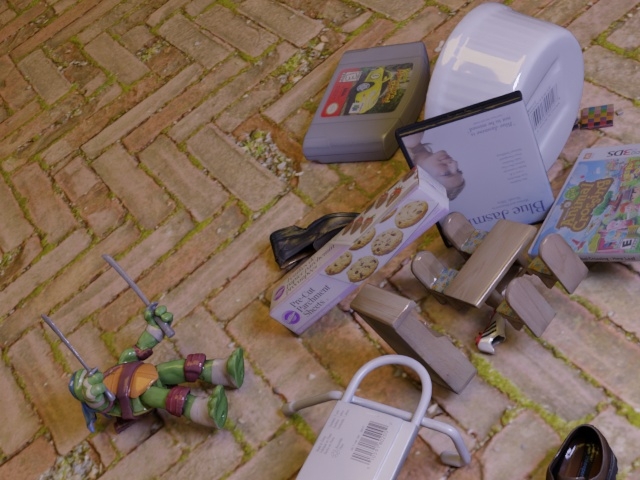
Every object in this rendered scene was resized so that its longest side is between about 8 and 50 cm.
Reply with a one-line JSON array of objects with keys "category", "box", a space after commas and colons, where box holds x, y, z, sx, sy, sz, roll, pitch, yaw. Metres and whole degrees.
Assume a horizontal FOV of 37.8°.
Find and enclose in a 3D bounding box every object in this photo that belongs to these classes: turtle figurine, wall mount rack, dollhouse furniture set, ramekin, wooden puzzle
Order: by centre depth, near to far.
[{"category": "wall mount rack", "box": [0.008, 0.307, 1.187, 0.304, 0.130, 0.350, 11, 55, 32]}, {"category": "dollhouse furniture set", "box": [0.186, 0.055, 1.263, 0.242, 0.161, 0.212, -51, 29, -12]}, {"category": "turtle figurine", "box": [-0.260, 0.171, 1.385, 0.266, 0.198, 0.275, 6, 92, 12]}, {"category": "ramekin", "box": [0.291, -0.215, 1.438, 0.135, 0.277, 0.277, 24, 63, 34]}, {"category": "wooden puzzle", "box": [0.452, -0.201, 1.526, 0.083, 0.006, 0.049, -5, 46, 25]}]

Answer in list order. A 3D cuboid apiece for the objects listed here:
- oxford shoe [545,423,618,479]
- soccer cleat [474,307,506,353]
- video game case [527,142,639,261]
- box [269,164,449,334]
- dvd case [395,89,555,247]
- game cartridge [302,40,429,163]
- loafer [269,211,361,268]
[{"category": "oxford shoe", "box": [0.274, 0.308, 1.051, 0.082, 0.096, 0.227, 2, 51, 28]}, {"category": "soccer cleat", "box": [0.248, 0.122, 1.304, 0.035, 0.029, 0.083, 25, 65, 31]}, {"category": "video game case", "box": [0.412, -0.056, 1.313, 0.193, 0.023, 0.212, -1, 48, 51]}, {"category": "box", "box": [0.052, 0.019, 1.381, 0.324, 0.067, 0.063, -40, 25, 27]}, {"category": "dvd case", "box": [0.232, -0.095, 1.356, 0.180, 0.253, 0.022, -17, 46, 15]}, {"category": "game cartridge", "box": [0.098, -0.265, 1.757, 0.196, 0.060, 0.294, 2, 50, 25]}, {"category": "loafer", "box": [0.000, 0.000, 1.550, 0.170, 0.062, 0.061, -19, 64, 17]}]
